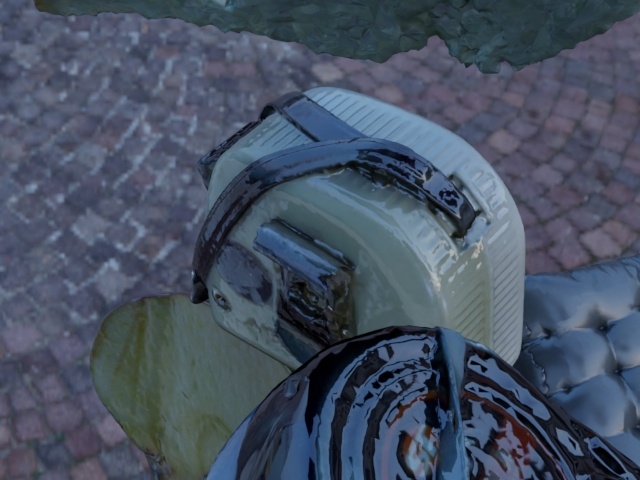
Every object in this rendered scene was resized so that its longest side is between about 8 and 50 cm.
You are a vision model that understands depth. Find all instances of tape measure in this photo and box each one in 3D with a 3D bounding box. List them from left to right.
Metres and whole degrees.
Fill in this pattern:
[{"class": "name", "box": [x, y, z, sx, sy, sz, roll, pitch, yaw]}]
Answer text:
[{"class": "tape measure", "box": [0.000, 0.000, 0.826, 0.271, 0.231, 0.133, 27, 52, 34]}, {"class": "tape measure", "box": [0.042, 0.124, 0.468, 0.181, 0.107, 0.182, 42, 38, -2]}]

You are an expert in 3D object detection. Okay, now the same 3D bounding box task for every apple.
[{"class": "apple", "box": [-0.052, 0.207, 1.044, 0.328, 0.365, 0.295, 39, 63, -29]}]

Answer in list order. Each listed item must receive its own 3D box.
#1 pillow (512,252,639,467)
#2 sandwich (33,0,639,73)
[{"class": "pillow", "box": [0.316, 0.121, 1.059, 0.326, 0.101, 0.228, -7, 73, -31]}, {"class": "sandwich", "box": [0.026, -0.191, 0.506, 0.325, 0.262, 0.131, 6, 64, -7]}]
